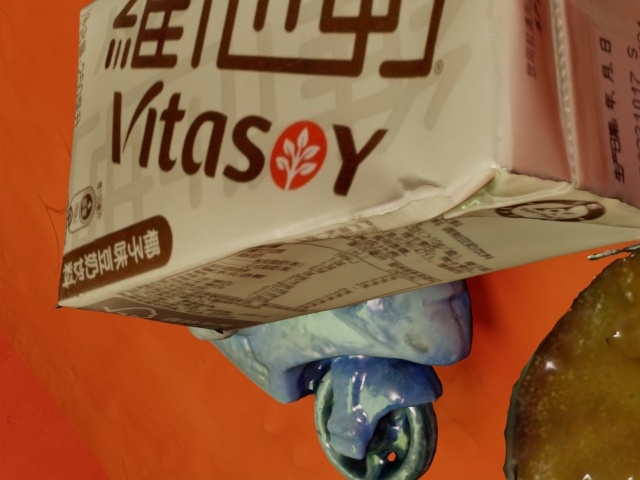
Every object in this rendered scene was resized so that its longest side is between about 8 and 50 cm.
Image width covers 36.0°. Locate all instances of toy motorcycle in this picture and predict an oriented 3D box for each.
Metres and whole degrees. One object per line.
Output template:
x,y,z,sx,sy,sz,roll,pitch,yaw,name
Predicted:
-0.017,0.007,0.694,0.319,0.182,0.241,42,148,26,toy motorcycle

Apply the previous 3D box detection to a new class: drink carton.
-0.002,-0.071,0.502,0.325,0.132,0.194,-16,69,45,drink carton

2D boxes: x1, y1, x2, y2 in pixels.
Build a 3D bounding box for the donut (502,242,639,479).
0.221,0.119,0.422,0.272,0.272,0.107,33,172,35,donut
